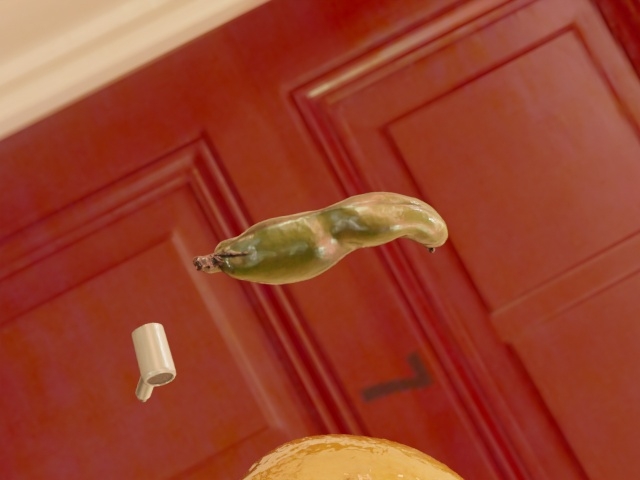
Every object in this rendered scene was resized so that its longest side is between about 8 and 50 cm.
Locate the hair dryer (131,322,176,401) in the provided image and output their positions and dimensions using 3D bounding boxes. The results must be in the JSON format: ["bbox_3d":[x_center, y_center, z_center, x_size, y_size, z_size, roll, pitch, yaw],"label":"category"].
[{"bbox_3d":[-0.193,0.148,1.408,0.124,0.037,0.063,115,-37,-54],"label":"hair dryer"}]

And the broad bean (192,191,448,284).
[{"bbox_3d":[0.000,0.000,1.042,0.048,0.213,0.070,-99,-179,-46],"label":"broad bean"}]

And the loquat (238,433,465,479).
[{"bbox_3d":[0.005,0.263,0.843,0.275,0.274,0.275,61,-5,10],"label":"loquat"}]
